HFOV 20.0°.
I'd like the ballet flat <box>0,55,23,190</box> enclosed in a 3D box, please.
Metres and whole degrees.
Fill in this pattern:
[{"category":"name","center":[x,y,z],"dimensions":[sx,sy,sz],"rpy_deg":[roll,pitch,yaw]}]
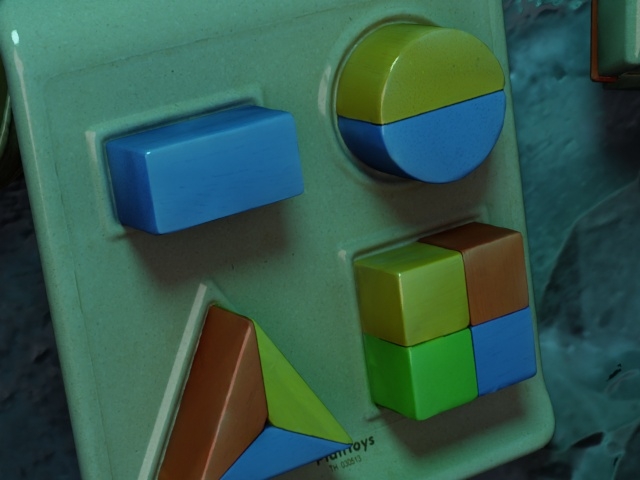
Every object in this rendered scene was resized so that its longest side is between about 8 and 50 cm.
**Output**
[{"category":"ballet flat","center":[-0.217,-0.168,1.036],"dimensions":[0.116,0.124,0.342],"rpy_deg":[6,115,2]}]

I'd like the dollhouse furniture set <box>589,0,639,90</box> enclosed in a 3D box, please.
[{"category":"dollhouse furniture set","center":[0.209,-0.222,1.069],"dimensions":[0.262,0.135,0.259],"rpy_deg":[2,90,1]}]

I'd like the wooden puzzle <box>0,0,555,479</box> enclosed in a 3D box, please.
[{"category":"wooden puzzle","center":[0.000,0.000,1.038],"dimensions":[0.322,0.080,0.348],"rpy_deg":[-17,104,-29]}]
